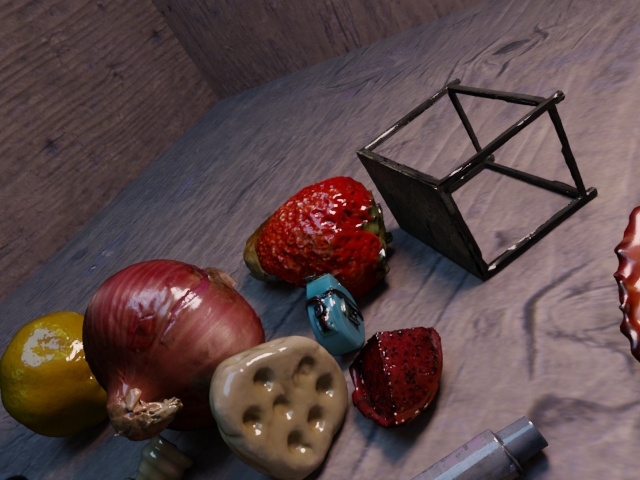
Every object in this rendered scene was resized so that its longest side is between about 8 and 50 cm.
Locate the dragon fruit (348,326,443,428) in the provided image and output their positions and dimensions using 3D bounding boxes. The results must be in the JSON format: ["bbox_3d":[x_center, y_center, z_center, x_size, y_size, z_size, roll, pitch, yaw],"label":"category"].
[{"bbox_3d":[0.123,0.222,0.946,0.127,0.121,0.161,2,53,-15],"label":"dragon fruit"}]

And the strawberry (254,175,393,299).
[{"bbox_3d":[0.000,0.000,1.246,0.276,0.257,0.257,-12,31,12],"label":"strawberry"}]

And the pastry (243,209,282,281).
[{"bbox_3d":[-0.070,0.002,1.475,0.257,0.121,0.236,-38,23,-2],"label":"pastry"}]

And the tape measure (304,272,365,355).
[{"bbox_3d":[0.026,0.142,1.112,0.081,0.146,0.125,-27,44,18],"label":"tape measure"}]

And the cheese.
[{"bbox_3d":[-0.065,0.261,0.961,0.117,0.235,0.218,-23,63,56],"label":"cheese"}]

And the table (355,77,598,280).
[{"bbox_3d":[0.287,-0.137,1.187,0.272,0.222,0.335,-36,27,-6],"label":"table"}]

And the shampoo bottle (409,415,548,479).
[{"bbox_3d":[0.180,0.294,0.759,0.214,0.072,0.072,-34,26,1],"label":"shampoo bottle"}]

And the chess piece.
[{"bbox_3d":[-0.309,0.427,1.063,0.094,0.094,0.170,5,49,52],"label":"chess piece"}]

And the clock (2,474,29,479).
[{"bbox_3d":[-0.674,0.588,1.255,0.215,0.042,0.215,-26,28,15],"label":"clock"}]

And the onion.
[{"bbox_3d":[-0.254,0.196,1.119,0.353,0.354,0.354,-26,27,15],"label":"onion"}]

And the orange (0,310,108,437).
[{"bbox_3d":[-0.563,0.295,1.365,0.235,0.279,0.279,-1,40,27],"label":"orange"}]

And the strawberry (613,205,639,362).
[{"bbox_3d":[0.493,0.060,0.731,0.265,0.149,0.336,12,62,47],"label":"strawberry"}]
